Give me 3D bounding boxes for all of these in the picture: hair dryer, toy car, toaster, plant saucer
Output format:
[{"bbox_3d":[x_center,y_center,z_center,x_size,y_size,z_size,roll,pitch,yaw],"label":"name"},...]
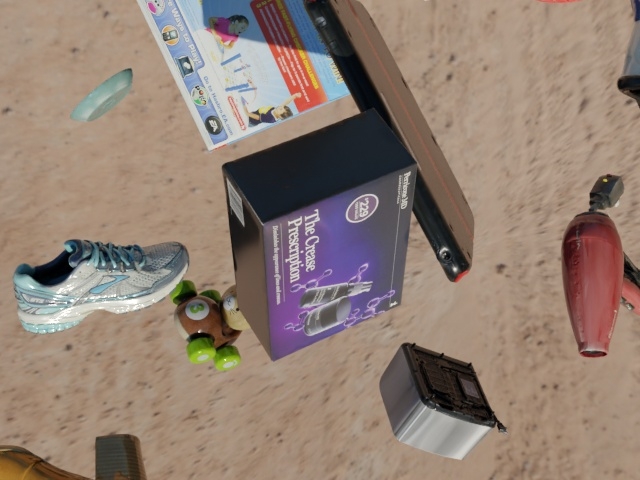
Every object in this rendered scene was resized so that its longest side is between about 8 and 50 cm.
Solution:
[{"bbox_3d":[0.404,0.053,1.312,0.080,0.293,0.223,-23,105,45],"label":"hair dryer"},{"bbox_3d":[-0.161,0.122,1.804,0.188,0.149,0.155,-34,58,20],"label":"toy car"},{"bbox_3d":[0.212,0.290,1.745,0.168,0.185,0.110,20,119,-25],"label":"toaster"},{"bbox_3d":[-0.324,-0.213,1.478,0.119,0.119,0.021,-39,94,6],"label":"plant saucer"}]

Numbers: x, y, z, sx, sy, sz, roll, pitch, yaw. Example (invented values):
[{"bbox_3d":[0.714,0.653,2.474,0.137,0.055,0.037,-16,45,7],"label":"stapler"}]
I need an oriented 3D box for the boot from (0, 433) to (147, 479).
[{"bbox_3d":[-0.337,0.349,1.145,0.295,0.104,0.211,-11,52,-1],"label":"boot"}]

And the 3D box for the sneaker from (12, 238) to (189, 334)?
[{"bbox_3d":[-0.344,0.051,1.544,0.283,0.110,0.122,-20,126,-14],"label":"sneaker"}]

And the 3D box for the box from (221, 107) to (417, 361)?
[{"bbox_3d":[0.000,0.000,1.111,0.184,0.261,0.103,-25,56,-18],"label":"box"}]

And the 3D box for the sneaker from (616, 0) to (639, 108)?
[{"bbox_3d":[0.419,-0.131,0.951,0.316,0.127,0.182,19,91,-4],"label":"sneaker"}]

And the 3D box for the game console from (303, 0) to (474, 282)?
[{"bbox_3d":[0.097,-0.147,1.301,0.060,0.342,0.386,-27,96,15],"label":"game console"}]

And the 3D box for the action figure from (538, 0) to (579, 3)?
[{"bbox_3d":[0.153,-0.178,0.481,0.139,0.280,0.091,13,121,32],"label":"action figure"}]

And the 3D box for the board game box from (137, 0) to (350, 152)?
[{"bbox_3d":[-0.114,-0.344,1.632,0.302,0.086,0.308,-18,103,26],"label":"board game box"}]
